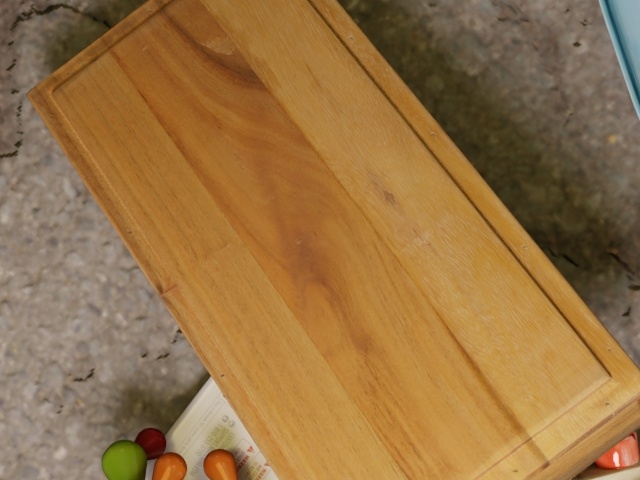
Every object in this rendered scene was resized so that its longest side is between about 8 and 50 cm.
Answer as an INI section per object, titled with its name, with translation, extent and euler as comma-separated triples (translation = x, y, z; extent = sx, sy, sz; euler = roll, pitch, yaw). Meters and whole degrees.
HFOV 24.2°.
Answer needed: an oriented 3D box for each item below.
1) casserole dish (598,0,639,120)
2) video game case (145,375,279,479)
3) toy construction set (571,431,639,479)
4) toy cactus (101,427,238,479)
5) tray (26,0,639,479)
[casserole dish]
translation = 0.251, -0.138, 0.994
extent = 0.114, 0.037, 0.188
euler = -18, 81, 4
[video game case]
translation = -0.019, 0.188, 0.992
extent = 0.206, 0.026, 0.227
euler = 37, 88, 9
[toy construction set]
translation = 0.173, 0.281, 0.894
extent = 0.215, 0.151, 0.328
euler = -10, 82, 5
[toy cactus]
translation = -0.089, 0.214, 0.900
extent = 0.112, 0.180, 0.219
euler = -34, 75, 21
[tray]
translation = 0.000, 0.000, 0.929
extent = 0.203, 0.076, 0.411
euler = -37, 63, 1
